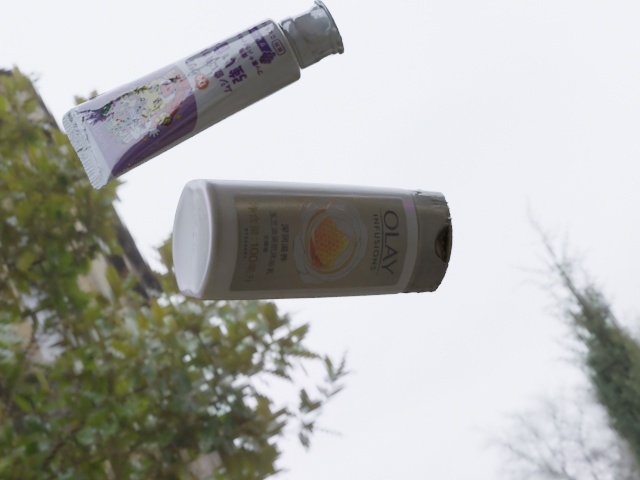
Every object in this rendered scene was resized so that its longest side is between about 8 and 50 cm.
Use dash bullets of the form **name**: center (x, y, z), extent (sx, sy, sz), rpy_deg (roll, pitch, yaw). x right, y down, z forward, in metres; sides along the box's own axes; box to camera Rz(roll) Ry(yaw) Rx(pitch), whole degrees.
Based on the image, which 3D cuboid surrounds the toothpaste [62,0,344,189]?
- **toothpaste**: center (-0.120, -0.159, 1.248), extent (0.299, 0.114, 0.073), rpy_deg (-27, -31, -7)

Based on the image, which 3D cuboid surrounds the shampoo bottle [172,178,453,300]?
- **shampoo bottle**: center (0.000, 0.000, 0.890), extent (0.228, 0.056, 0.086), rpy_deg (1, -84, -38)
